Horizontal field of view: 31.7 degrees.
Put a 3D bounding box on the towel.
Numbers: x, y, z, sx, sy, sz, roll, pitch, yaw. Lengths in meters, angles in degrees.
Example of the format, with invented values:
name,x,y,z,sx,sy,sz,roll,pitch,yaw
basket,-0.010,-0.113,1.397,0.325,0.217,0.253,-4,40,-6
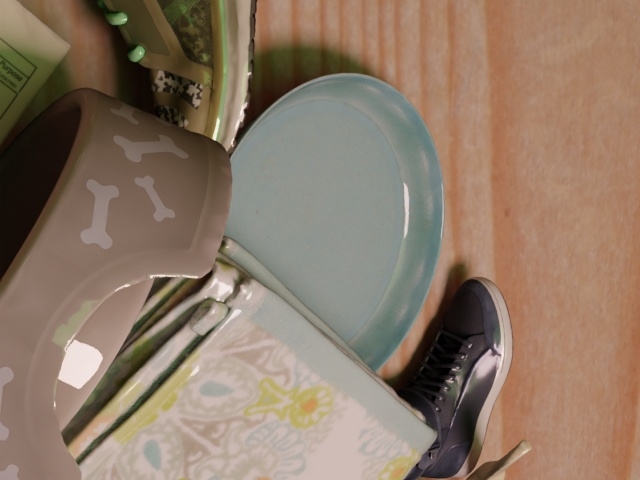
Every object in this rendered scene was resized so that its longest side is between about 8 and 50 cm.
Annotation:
name,x,y,z,sx,sy,sz,roll,pitch,yaw
towel,-0.091,0.198,0.943,0.320,0.090,0.374,-46,135,-1

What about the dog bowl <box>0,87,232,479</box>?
name,x,y,z,sx,sy,sz,roll,pitch,yaw
dog bowl,-0.208,0.046,0.767,0.102,0.348,0.349,37,79,-25

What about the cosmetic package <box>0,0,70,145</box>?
name,x,y,z,sx,sy,sz,roll,pitch,yaw
cosmetic package,-0.330,-0.064,0.772,0.153,0.129,0.296,41,77,-34

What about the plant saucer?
name,x,y,z,sx,sy,sz,roll,pitch,yaw
plant saucer,0.000,0.000,1.061,0.317,0.043,0.318,-14,111,-42

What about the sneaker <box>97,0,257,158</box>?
name,x,y,z,sx,sy,sz,roll,pitch,yaw
sneaker,-0.141,-0.220,0.900,0.182,0.158,0.410,2,104,-5

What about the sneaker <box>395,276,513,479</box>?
name,x,y,z,sx,sy,sz,roll,pitch,yaw
sneaker,0.111,0.148,1.173,0.163,0.086,0.226,4,100,-39

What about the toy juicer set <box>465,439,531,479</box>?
name,x,y,z,sx,sy,sz,roll,pitch,yaw
toy juicer set,0.151,0.360,1.184,0.089,0.209,0.329,29,88,6
